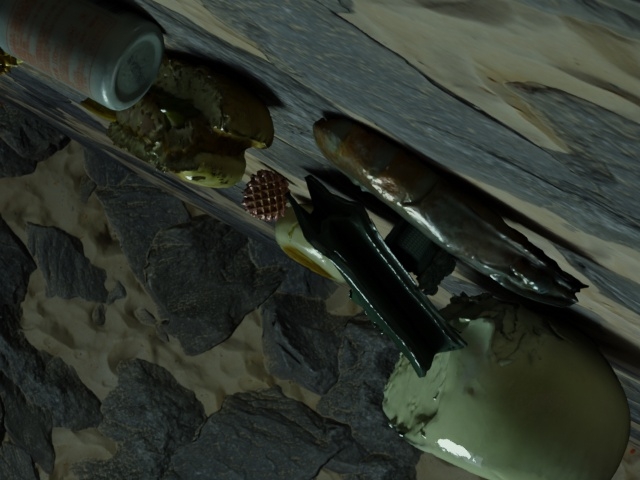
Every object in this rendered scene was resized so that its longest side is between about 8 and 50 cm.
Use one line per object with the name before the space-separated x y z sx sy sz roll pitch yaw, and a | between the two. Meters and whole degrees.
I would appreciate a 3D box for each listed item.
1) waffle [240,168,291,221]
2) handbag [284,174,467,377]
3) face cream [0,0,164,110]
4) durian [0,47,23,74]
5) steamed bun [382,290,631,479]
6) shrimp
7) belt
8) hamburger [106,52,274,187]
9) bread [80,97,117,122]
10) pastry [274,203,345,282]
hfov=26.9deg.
waffle | -0.081 -0.067 1.989 0.083 0.075 0.029 27 172 -34
handbag | 0.060 0.040 1.724 0.247 0.079 0.260 51 178 -18
face cream | -0.291 -0.231 1.408 0.252 0.101 0.101 28 175 18
durian | -0.436 -0.274 1.656 0.165 0.132 0.182 44 -179 -23
steamed bun | 0.270 0.205 1.829 0.312 0.232 0.334 20 -177 -25
shrimp | 0.123 -0.026 1.353 0.317 0.062 0.164 34 179 2
belt | 0.126 0.017 1.742 0.100 0.065 0.179 39 177 6
hamburger | -0.134 -0.134 1.480 0.131 0.124 0.262 11 -170 -31
bread | -0.237 -0.180 1.889 0.188 0.065 0.149 22 -178 39
pastry | 0.000 0.000 2.123 0.156 0.092 0.156 26 174 3
